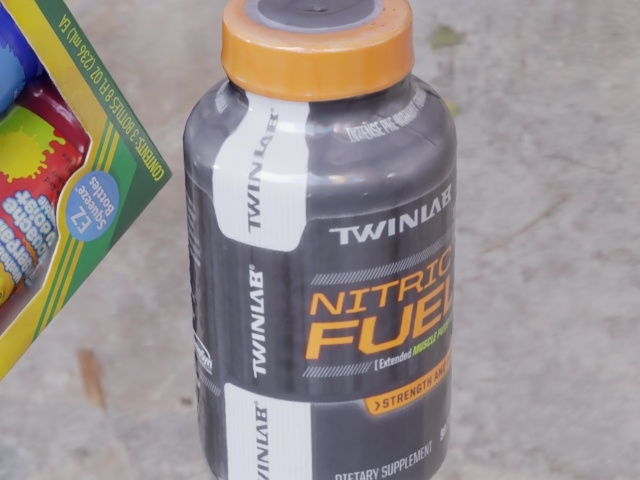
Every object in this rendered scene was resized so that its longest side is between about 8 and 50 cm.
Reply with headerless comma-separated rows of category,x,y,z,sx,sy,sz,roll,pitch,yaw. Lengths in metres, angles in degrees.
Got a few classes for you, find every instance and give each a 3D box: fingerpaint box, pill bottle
fingerpaint box,-0.369,-0.086,1.588,0.163,0.445,0.371,17,59,40
pill bottle,0.000,0.000,0.926,0.130,0.130,0.246,15,124,27
